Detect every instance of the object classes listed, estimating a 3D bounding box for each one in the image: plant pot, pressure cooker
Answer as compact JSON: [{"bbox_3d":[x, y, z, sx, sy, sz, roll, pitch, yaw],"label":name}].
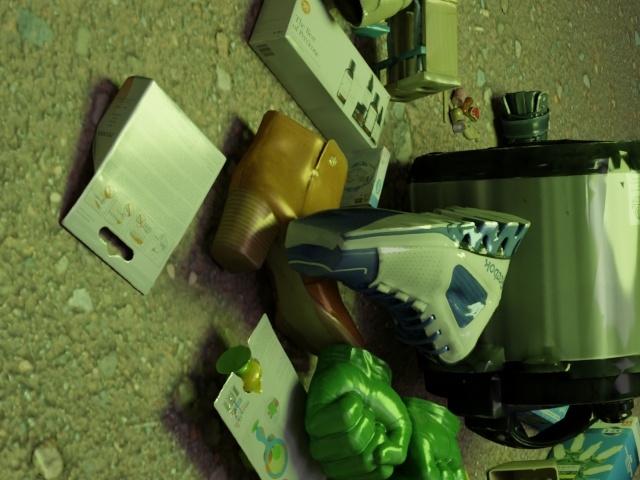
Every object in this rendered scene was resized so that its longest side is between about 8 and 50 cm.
[{"bbox_3d":[0.341,0.405,1.935,0.096,0.109,0.109,-26,107,-70],"label":"plant pot"},{"bbox_3d":[0.304,0.075,1.652,0.375,0.370,0.420,-152,-122,-85],"label":"pressure cooker"}]

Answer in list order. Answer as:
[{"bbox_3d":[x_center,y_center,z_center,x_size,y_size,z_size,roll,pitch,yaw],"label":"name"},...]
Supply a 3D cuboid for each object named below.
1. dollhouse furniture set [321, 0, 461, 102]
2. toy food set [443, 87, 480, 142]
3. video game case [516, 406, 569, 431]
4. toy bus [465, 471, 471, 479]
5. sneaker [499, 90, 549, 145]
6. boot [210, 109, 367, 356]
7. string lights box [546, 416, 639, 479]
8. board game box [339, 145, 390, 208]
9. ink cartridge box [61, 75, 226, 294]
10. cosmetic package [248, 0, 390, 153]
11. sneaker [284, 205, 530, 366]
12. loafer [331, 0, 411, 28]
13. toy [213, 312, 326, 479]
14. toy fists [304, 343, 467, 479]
[{"bbox_3d":[0.078,-0.272,1.624,0.184,0.129,0.129,4,81,-33],"label":"dollhouse furniture set"},{"bbox_3d":[0.234,-0.206,1.930,0.122,0.019,0.077,12,76,-57],"label":"toy food set"},{"bbox_3d":[0.376,0.191,2.056,0.269,0.061,0.244,31,58,-52],"label":"video game case"},{"bbox_3d":[0.172,0.393,1.639,0.211,0.150,0.220,-32,111,-69],"label":"toy bus"},{"bbox_3d":[0.336,-0.160,2.009,0.226,0.086,0.163,-60,145,-56],"label":"sneaker"},{"bbox_3d":[-0.001,0.000,1.435,0.295,0.104,0.211,47,54,-36],"label":"boot"},{"bbox_3d":[0.469,0.408,2.101,0.260,0.133,0.076,-42,119,-53],"label":"string lights box"},{"bbox_3d":[0.039,-0.074,1.530,0.020,0.090,0.090,46,49,-43],"label":"board game box"},{"bbox_3d":[-0.187,-0.056,1.235,0.145,0.045,0.179,48,65,-44],"label":"ink cartridge box"},{"bbox_3d":[0.005,-0.217,1.529,0.239,0.060,0.098,47,47,-44],"label":"cosmetic package"},{"bbox_3d":[0.112,0.058,1.377,0.316,0.127,0.182,-1,101,-38],"label":"sneaker"},{"bbox_3d":[0.003,-0.368,1.461,0.268,0.102,0.092,44,65,-12],"label":"loafer"},{"bbox_3d":[-0.061,0.212,1.358,0.137,0.056,0.237,-62,141,-41],"label":"toy"},{"bbox_3d":[0.084,0.241,1.434,0.279,0.096,0.142,40,50,-40],"label":"toy fists"}]
